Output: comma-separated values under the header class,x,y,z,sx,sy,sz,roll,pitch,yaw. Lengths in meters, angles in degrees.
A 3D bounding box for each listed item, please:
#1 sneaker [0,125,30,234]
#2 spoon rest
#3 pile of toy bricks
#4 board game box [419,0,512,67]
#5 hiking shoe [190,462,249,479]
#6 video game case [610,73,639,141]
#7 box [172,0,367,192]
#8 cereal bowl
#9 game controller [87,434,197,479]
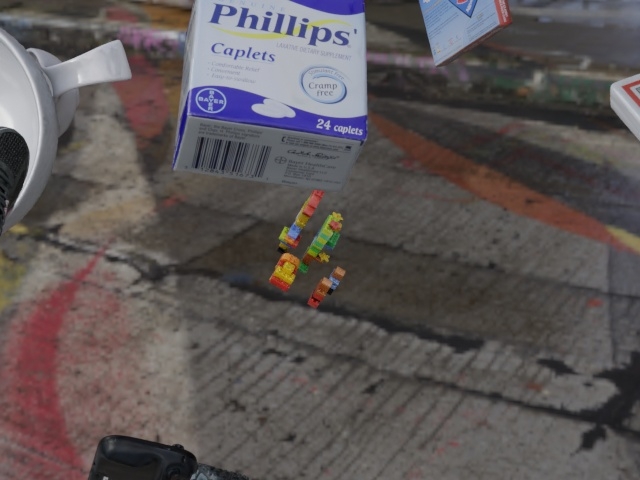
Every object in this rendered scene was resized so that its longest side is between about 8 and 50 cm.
class,x,y,z,sx,sy,sz,roll,pitch,yaw
sneaker,-0.298,-0.022,0.872,0.077,0.072,0.178,-8,55,44
spoon rest,-0.373,-0.225,1.430,0.084,0.137,0.276,-21,8,-38
pile of toy bricks,0.000,0.000,1.585,0.118,0.105,0.212,30,38,-6
board game box,0.242,-0.401,1.709,0.027,0.145,0.281,-15,0,-15
hiking shoe,-0.228,0.521,2.004,0.113,0.132,0.304,20,-14,-23
video game case,0.388,-0.096,0.723,0.285,0.025,0.204,-19,45,-3
box,-0.036,-0.115,0.721,0.126,0.072,0.137,7,58,-12
cereal bowl,-0.514,-0.146,1.374,0.339,0.339,0.141,3,-1,9
game controller,-0.320,0.420,1.739,0.166,0.319,0.067,22,52,-5
